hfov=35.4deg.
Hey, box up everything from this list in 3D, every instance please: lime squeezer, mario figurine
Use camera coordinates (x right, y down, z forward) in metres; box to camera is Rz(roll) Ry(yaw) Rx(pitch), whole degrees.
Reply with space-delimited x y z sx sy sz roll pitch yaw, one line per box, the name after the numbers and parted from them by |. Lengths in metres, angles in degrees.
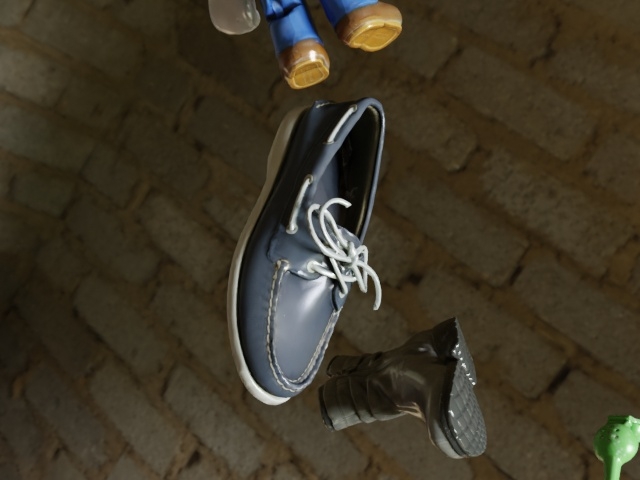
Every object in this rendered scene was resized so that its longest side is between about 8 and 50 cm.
0.410 0.277 1.325 0.310 0.059 0.110 -30 92 -56 | lime squeezer
-0.029 -0.323 1.033 0.320 0.198 0.170 68 -20 9 | mario figurine

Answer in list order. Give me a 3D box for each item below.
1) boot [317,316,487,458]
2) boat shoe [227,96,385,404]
0.075 0.165 1.004 0.246 0.161 0.083 -72 140 -73 | boot
0.000 0.000 0.757 0.079 0.254 0.095 -11 -40 35 | boat shoe
